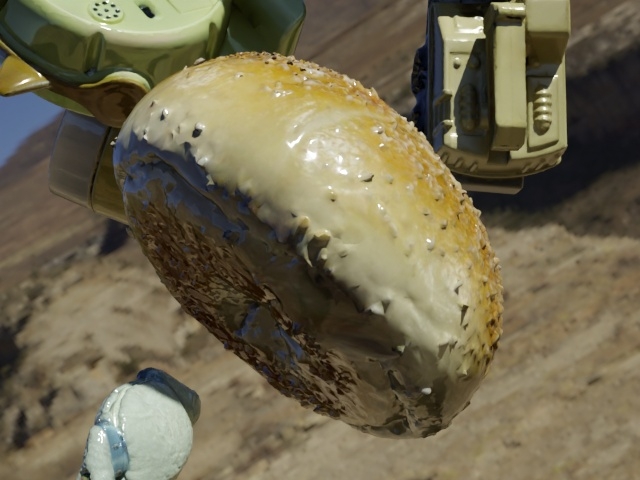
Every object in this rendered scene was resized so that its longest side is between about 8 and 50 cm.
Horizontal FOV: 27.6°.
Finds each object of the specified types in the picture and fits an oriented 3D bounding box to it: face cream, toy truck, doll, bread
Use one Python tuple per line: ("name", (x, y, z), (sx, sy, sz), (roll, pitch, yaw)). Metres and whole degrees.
("face cream", (-0.226, -0.126, 1.696), (0.218, 0.179, 0.218), (22, -90, -89))
("toy truck", (0.210, -0.266, 1.540), (0.181, 0.405, 0.254), (5, -6, -6))
("doll", (-0.170, 0.187, 1.242), (0.072, 0.103, 0.214), (-12, 16, 26))
("bread", (0.000, 0.000, 0.851), (0.159, 0.305, 0.305), (-45, 7, -16))

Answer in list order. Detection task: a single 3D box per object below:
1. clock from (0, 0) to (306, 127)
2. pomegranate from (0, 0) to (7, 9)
("clock", (-0.216, -0.252, 1.383), (0.348, 0.286, 0.117), (-22, -30, -36))
("pomegranate", (-0.364, -0.269, 1.042), (0.254, 0.270, 0.254), (-28, -16, -9))
